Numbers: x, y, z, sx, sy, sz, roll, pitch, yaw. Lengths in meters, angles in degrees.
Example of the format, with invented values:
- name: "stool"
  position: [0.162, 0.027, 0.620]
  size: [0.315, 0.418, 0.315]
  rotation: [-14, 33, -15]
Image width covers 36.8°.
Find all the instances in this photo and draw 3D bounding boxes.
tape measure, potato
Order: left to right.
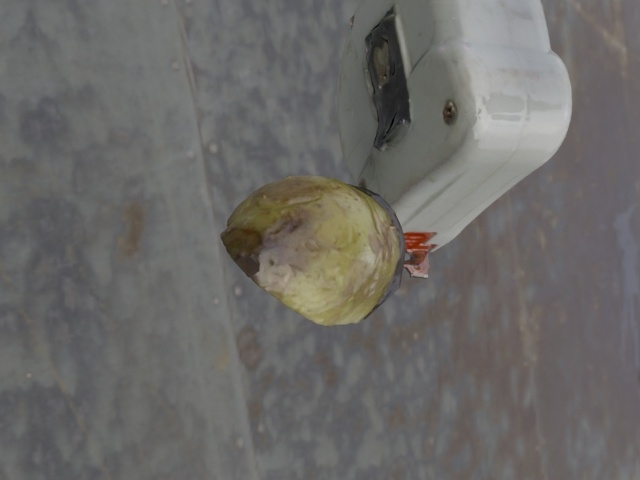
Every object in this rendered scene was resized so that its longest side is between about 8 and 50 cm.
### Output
- name: "potato"
  position: [0.000, 0.000, 0.526]
  size: [0.096, 0.066, 0.103]
  rotation: [43, 13, 7]
- name: "tape measure"
  position: [0.103, -0.130, 0.892]
  size: [0.130, 0.258, 0.265]
  rotation: [-1, 68, -23]
